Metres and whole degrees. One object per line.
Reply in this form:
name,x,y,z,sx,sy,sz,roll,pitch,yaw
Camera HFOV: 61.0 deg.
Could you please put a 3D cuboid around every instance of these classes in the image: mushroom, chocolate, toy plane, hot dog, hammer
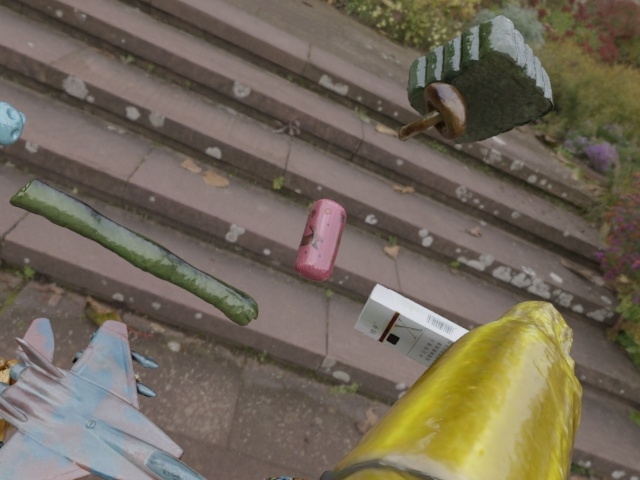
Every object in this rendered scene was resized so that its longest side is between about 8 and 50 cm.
mushroom,0.171,-0.188,0.822,0.073,0.129,0.088,-45,108,-33
chocolate,0.171,0.159,0.507,0.162,0.162,0.445,38,30,19
toy plane,-0.216,0.211,0.566,0.326,0.104,0.223,31,53,2
hot dog,-0.742,0.370,1.267,0.072,0.269,0.109,21,28,-2
hammer,0.000,0.000,0.542,0.043,0.043,0.083,20,68,-16

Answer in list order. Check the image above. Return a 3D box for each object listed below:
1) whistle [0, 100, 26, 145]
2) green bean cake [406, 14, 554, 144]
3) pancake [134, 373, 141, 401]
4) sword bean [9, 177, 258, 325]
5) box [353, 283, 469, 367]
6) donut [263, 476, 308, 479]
whistle,-0.559,-0.163,0.778,0.093,0.186,0.274,17,25,31
green bean cake,0.258,-0.248,0.881,0.185,0.183,0.094,31,53,-36
pancake,-0.650,0.468,1.579,0.257,0.212,0.056,9,26,-34
sword bean,-0.173,0.017,0.553,0.269,0.038,0.043,34,20,-27
box,0.136,0.135,0.828,0.154,0.084,0.040,27,48,6
donut,-0.020,0.550,1.064,0.235,0.235,0.089,26,49,-5
